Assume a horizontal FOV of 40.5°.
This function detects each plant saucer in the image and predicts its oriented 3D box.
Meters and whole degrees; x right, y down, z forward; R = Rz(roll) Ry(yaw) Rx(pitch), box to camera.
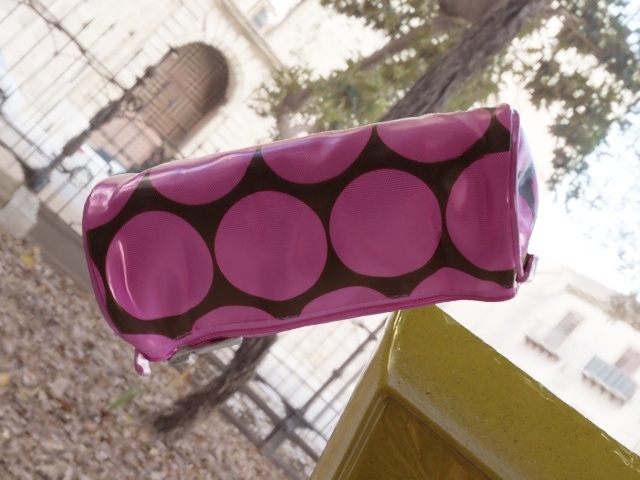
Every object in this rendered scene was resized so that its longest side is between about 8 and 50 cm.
[{"bbox_3d":[0.119,0.270,0.781,0.333,0.332,0.081,37,30,26],"label":"plant saucer"}]

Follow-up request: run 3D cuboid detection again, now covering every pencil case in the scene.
[{"bbox_3d":[0.000,0.000,0.413,0.095,0.209,0.098,49,31,-71],"label":"pencil case"}]
